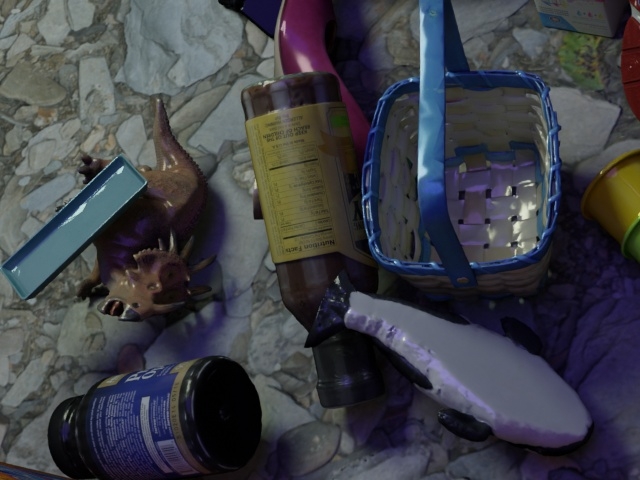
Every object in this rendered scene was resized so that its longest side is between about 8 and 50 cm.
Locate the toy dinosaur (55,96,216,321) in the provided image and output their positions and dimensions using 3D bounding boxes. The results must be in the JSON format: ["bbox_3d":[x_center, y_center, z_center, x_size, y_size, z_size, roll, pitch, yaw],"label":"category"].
[{"bbox_3d":[-0.192,-0.019,1.433,0.200,0.127,0.295,10,64,28],"label":"toy dinosaur"}]

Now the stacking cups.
[{"bbox_3d":[0.385,0.042,1.158,0.096,0.096,0.316,-39,56,0],"label":"stacking cups"}]

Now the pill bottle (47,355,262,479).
[{"bbox_3d":[-0.182,0.198,1.298,0.219,0.123,0.122,-14,58,32],"label":"pill bottle"}]

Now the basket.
[{"bbox_3d":[0.138,-0.069,1.206,0.201,0.289,0.254,-2,60,13],"label":"basket"}]

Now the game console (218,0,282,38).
[{"bbox_3d":[-0.060,-0.334,1.607,0.122,0.071,0.107,-48,26,-6],"label":"game console"}]

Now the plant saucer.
[{"bbox_3d":[-0.277,-0.014,1.376,0.192,0.018,0.067,-44,52,-3],"label":"plant saucer"}]

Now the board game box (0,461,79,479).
[{"bbox_3d":[-0.230,0.402,1.052,0.356,0.356,0.356,11,78,28],"label":"board game box"}]

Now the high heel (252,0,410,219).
[{"bbox_3d":[0.030,-0.171,1.442,0.181,0.127,0.377,5,64,3],"label":"high heel"}]

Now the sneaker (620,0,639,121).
[{"bbox_3d":[0.396,-0.233,1.305,0.128,0.087,0.221,-3,94,-20],"label":"sneaker"}]

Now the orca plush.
[{"bbox_3d":[0.121,0.145,1.207,0.287,0.102,0.151,16,51,0],"label":"orca plush"}]

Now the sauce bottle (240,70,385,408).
[{"bbox_3d":[0.000,0.000,1.269,0.111,0.111,0.344,-11,92,19],"label":"sauce bottle"}]

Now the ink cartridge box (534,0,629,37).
[{"bbox_3d":[0.289,-0.310,1.357,0.092,0.143,0.089,16,71,30],"label":"ink cartridge box"}]
